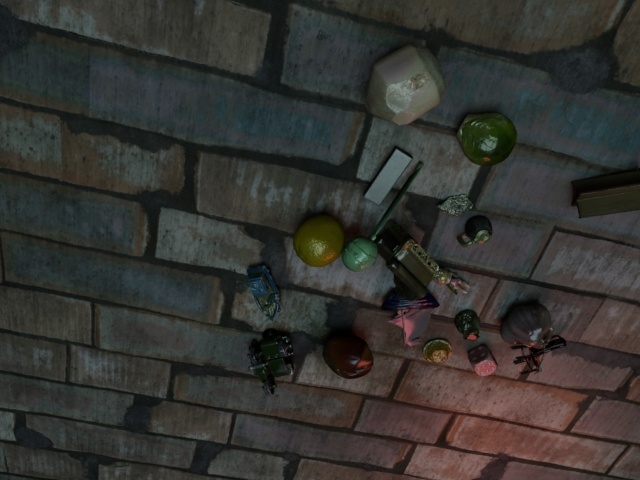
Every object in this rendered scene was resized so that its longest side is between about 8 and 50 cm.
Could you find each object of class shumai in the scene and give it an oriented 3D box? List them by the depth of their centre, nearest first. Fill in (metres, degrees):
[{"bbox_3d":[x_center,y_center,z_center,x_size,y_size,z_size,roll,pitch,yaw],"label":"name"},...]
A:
[{"bbox_3d":[0.599,0.352,1.897,0.099,0.087,0.124,-26,114,16],"label":"shumai"}]

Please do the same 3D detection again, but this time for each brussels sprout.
[{"bbox_3d":[0.524,-0.321,1.496,0.180,0.144,0.161,19,141,16],"label":"brussels sprout"}]

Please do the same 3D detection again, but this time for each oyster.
[{"bbox_3d":[0.480,-0.123,1.664,0.098,0.037,0.100,40,112,-19],"label":"oyster"}]

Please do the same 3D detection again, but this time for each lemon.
[{"bbox_3d":[0.000,0.000,1.663,0.203,0.178,0.178,-33,117,-16],"label":"lemon"}]

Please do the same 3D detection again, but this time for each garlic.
[{"bbox_3d":[0.838,0.381,1.859,0.207,0.207,0.257,-17,80,10],"label":"garlic"}]

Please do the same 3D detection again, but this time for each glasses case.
[{"bbox_3d":[0.228,-0.219,1.610,0.070,0.047,0.205,29,116,-9],"label":"glasses case"}]

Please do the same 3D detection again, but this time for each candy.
[{"bbox_3d":[0.224,-0.081,1.607,0.119,0.119,0.440,34,93,-17],"label":"candy"}]

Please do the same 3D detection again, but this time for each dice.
[{"bbox_3d":[0.682,0.506,1.977,0.093,0.091,0.094,-34,112,18],"label":"dice"}]

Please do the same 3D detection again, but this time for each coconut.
[{"bbox_3d":[0.241,-0.448,1.393,0.234,0.224,0.224,-32,114,3],"label":"coconut"}]

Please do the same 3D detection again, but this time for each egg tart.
[{"bbox_3d":[0.495,0.475,1.989,0.128,0.049,0.129,1,118,2],"label":"egg tart"}]

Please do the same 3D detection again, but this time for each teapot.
[{"bbox_3d":[0.564,-0.019,1.690,0.092,0.091,0.124,25,116,-11],"label":"teapot"}]

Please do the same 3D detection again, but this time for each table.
[{"bbox_3d":[0.979,-0.155,1.584,0.226,0.167,0.167,-9,119,16],"label":"table"}]

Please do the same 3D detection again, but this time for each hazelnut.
[{"bbox_3d":[0.111,0.480,1.926,0.180,0.181,0.212,-21,129,-9],"label":"hazelnut"}]

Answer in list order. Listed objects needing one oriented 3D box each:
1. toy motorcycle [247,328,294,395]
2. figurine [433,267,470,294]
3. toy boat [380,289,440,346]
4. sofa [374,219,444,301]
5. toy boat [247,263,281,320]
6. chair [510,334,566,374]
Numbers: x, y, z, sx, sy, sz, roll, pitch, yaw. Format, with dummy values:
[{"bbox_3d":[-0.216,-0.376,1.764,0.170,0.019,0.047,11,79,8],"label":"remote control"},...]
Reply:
[{"bbox_3d":[-0.196,0.509,1.984,0.205,0.127,0.275,-16,111,9],"label":"toy motorcycle"},{"bbox_3d":[0.493,0.156,1.810,0.187,0.083,0.083,22,118,-25],"label":"figurine"},{"bbox_3d":[0.384,0.309,1.892,0.219,0.072,0.318,-26,119,18],"label":"toy boat"},{"bbox_3d":[0.276,0.076,1.657,0.182,0.258,0.200,-42,112,7],"label":"sofa"},{"bbox_3d":[-0.216,0.210,1.827,0.109,0.098,0.238,-11,119,11],"label":"toy boat"},{"bbox_3d":[0.918,0.477,1.965,0.212,0.084,0.101,-17,114,9],"label":"chair"}]
